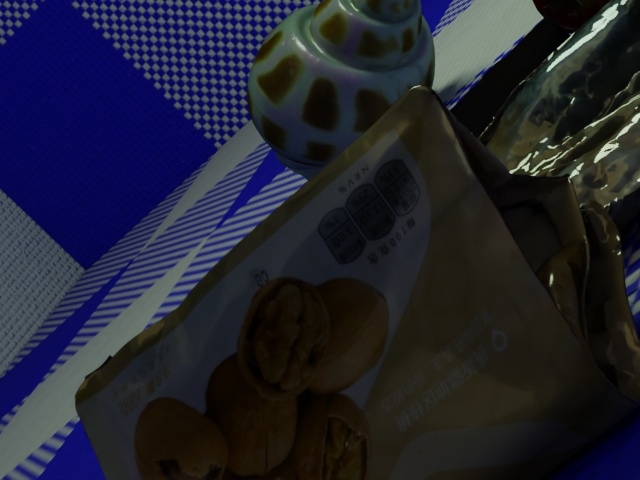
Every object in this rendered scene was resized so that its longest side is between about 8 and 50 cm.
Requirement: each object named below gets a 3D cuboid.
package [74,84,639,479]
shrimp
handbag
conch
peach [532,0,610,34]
[{"bbox_3d":[0.041,0.094,1.030,0.311,0.221,0.165,-43,-31,25],"label":"package"},{"bbox_3d":[0.226,-0.116,1.205,0.445,0.110,0.221,-50,15,-6],"label":"shrimp"},{"bbox_3d":[0.123,-0.072,1.516,0.223,0.080,0.247,-40,10,34],"label":"handbag"},{"bbox_3d":[0.036,-0.200,2.148,0.249,0.197,0.368,-26,1,-40],"label":"conch"},{"bbox_3d":[0.272,-0.251,1.613,0.172,0.092,0.127,-36,11,-14],"label":"peach"}]
